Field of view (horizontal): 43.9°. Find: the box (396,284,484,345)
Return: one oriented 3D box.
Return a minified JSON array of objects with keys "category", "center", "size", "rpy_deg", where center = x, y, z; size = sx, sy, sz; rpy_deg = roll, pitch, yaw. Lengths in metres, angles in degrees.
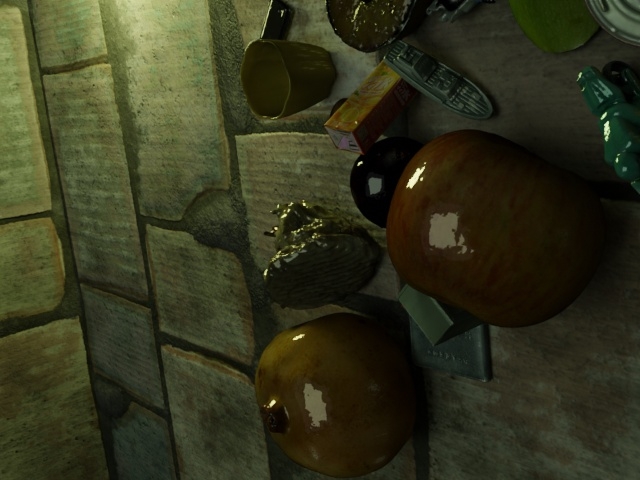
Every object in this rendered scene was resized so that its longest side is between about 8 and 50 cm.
[{"category":"box","center":[0.288,0.114,1.651],"size":[0.129,0.225,0.086],"rpy_deg":[54,137,23]}]

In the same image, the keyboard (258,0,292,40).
[{"category":"keyboard","center":[-0.129,-0.521,2.084],"size":[0.094,0.025,0.230],"rpy_deg":[49,135,30]}]

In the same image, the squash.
[{"category":"squash","center":[0.429,-0.504,1.400],"size":[0.233,0.210,0.309],"rpy_deg":[14,141,45]}]

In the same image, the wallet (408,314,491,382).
[{"category":"wallet","center":[0.295,0.231,1.834],"size":[0.222,0.036,0.168],"rpy_deg":[8,108,48]}]

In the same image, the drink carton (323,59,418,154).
[{"category":"drink carton","center":[0.116,-0.292,1.720],"size":[0.096,0.223,0.071],"rpy_deg":[19,152,44]}]

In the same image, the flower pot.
[{"category":"flower pot","center":[-0.070,-0.401,1.933],"size":[0.195,0.179,0.195],"rpy_deg":[23,121,44]}]

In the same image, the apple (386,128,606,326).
[{"category":"apple","center":[0.310,-0.012,1.450],"size":[0.400,0.400,0.334],"rpy_deg":[36,111,37]}]

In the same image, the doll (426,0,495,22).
[{"category":"doll","center":[0.285,-0.489,1.570],"size":[0.195,0.070,0.096],"rpy_deg":[-14,77,44]}]

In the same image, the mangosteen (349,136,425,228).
[{"category":"mangosteen","center":[0.161,-0.133,1.757],"size":[0.250,0.211,0.212],"rpy_deg":[-122,30,-67]}]

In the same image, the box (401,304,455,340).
[{"category":"box","center":[0.264,0.144,1.792],"size":[0.152,0.048,0.100],"rpy_deg":[34,96,44]}]

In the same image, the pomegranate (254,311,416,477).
[{"category":"pomegranate","center":[0.024,0.380,1.941],"size":[0.416,0.416,0.417],"rpy_deg":[20,118,45]}]

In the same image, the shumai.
[{"category":"shumai","center":[0.000,0.000,2.027],"size":[0.314,0.267,0.263],"rpy_deg":[-24,51,24]}]

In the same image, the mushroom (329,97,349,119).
[{"category":"mushroom","center":[0.068,-0.282,1.898],"size":[0.088,0.073,0.130],"rpy_deg":[-29,82,20]}]

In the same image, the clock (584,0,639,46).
[{"category":"clock","center":[0.533,-0.423,1.244],"size":[0.244,0.056,0.245],"rpy_deg":[12,117,23]}]

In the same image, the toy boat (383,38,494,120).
[{"category":"toy boat","center":[0.245,-0.326,1.630],"size":[0.260,0.085,0.078],"rpy_deg":[37,87,15]}]

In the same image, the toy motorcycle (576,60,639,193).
[{"category":"toy motorcycle","center":[0.525,-0.162,1.298],"size":[0.297,0.198,0.109],"rpy_deg":[63,145,14]}]

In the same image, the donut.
[{"category":"donut","center":[0.134,-0.546,1.708],"size":[0.272,0.107,0.272],"rpy_deg":[14,111,42]}]
